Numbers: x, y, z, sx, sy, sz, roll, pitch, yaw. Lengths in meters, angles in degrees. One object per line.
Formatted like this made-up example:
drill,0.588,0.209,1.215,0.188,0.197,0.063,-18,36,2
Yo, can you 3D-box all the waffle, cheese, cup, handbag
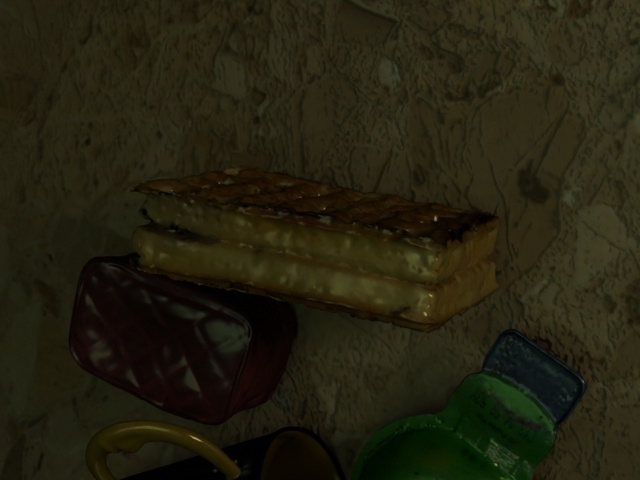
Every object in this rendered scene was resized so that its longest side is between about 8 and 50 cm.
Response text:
waffle,0.000,0.001,1.024,0.308,0.213,0.091,11,102,23
cheese,0.139,0.234,1.049,0.204,0.083,0.320,37,111,20
cup,-0.132,0.270,1.120,0.256,0.178,0.254,-19,99,27
handbag,-0.145,0.095,1.145,0.225,0.135,0.146,20,102,18
